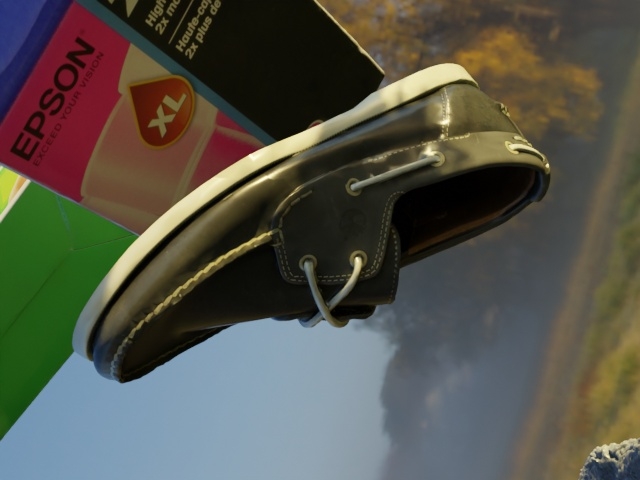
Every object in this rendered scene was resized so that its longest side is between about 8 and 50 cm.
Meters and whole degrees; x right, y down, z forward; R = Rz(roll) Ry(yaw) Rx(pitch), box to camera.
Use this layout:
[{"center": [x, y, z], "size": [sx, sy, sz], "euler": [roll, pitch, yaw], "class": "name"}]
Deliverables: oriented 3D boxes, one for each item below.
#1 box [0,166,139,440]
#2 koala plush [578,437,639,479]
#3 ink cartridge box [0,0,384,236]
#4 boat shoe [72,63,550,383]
[{"center": [-0.254, -0.015, 0.987], "size": [0.262, 0.126, 0.231], "euler": [-48, 41, 21], "class": "box"}, {"center": [0.319, 0.205, 0.880], "size": [0.203, 0.221, 0.196], "euler": [149, 110, -67], "class": "koala plush"}, {"center": [-0.096, -0.099, 0.669], "size": [0.176, 0.069, 0.371], "euler": [-61, -33, -2], "class": "ink cartridge box"}, {"center": [0.000, 0.000, 0.544], "size": [0.233, 0.079, 0.084], "euler": [-29, -24, -22], "class": "boat shoe"}]
